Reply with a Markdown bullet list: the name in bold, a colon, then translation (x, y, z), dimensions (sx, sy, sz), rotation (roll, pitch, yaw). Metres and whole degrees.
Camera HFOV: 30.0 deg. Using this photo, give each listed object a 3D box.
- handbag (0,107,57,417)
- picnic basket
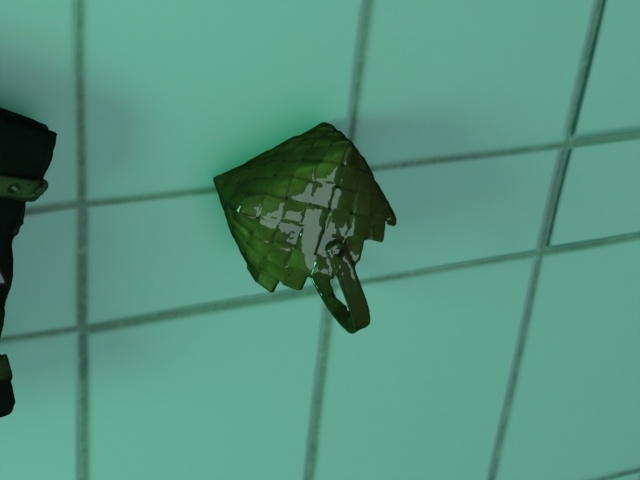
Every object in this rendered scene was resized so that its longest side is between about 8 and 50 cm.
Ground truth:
- **handbag**: translation (-0.345, 0.026, 0.871), dimensions (0.288, 0.152, 0.342), rotation (-1, 111, -37)
- **picnic basket**: translation (0.000, 0.000, 1.056), dimensions (0.138, 0.128, 0.178), rotation (-27, 112, -7)
